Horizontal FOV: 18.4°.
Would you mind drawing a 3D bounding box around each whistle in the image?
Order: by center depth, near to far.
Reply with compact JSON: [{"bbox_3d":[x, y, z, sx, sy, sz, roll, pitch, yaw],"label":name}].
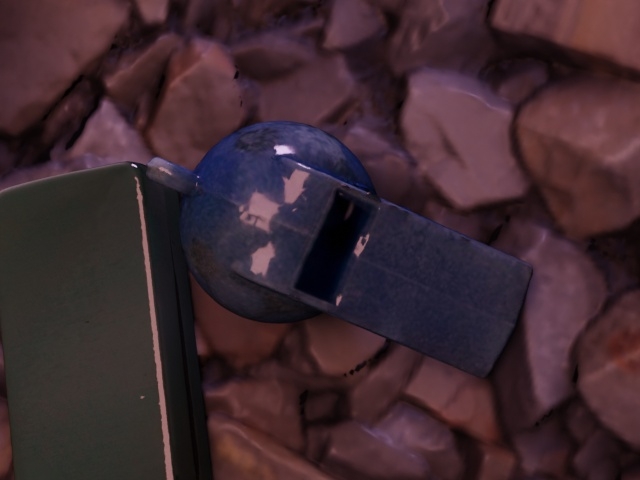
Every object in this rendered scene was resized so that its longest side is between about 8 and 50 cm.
[{"bbox_3d":[0.000,0.000,0.807,0.158,0.090,0.090,24,91,-18],"label":"whistle"}]

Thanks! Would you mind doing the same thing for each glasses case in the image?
[{"bbox_3d":[-0.092,0.063,0.843,0.078,0.039,0.184,-11,79,19],"label":"glasses case"}]
